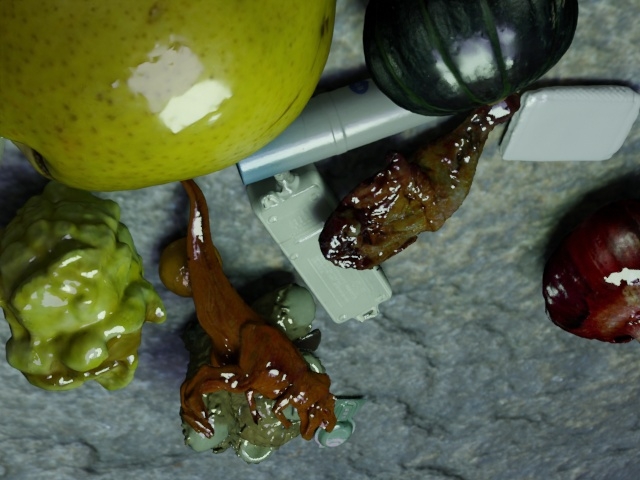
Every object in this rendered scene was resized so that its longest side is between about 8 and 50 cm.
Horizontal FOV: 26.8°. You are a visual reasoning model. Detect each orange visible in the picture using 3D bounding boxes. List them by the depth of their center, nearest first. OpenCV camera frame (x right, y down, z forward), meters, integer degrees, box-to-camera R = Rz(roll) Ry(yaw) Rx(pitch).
[{"bbox_3d":[-0.170,0.034,1.744,0.083,0.070,0.083,-15,129,-20],"label":"orange"}]

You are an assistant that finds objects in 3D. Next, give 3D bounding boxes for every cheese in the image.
[{"bbox_3d":[0.029,0.292,2.125,0.067,0.026,0.120,2,132,-25],"label":"cheese"}]

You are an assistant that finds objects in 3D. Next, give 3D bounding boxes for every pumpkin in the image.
[{"bbox_3d":[0.165,-0.251,1.504,0.250,0.216,0.250,-15,167,-4],"label":"pumpkin"}]

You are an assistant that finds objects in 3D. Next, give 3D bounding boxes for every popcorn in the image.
[{"bbox_3d":[-0.294,0.052,1.599,0.195,0.255,0.256,-15,166,-6],"label":"popcorn"}]

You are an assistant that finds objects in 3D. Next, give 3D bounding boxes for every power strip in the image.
[{"bbox_3d":[0.000,0.000,1.789,0.098,0.058,0.338,-27,138,6],"label":"power strip"}]

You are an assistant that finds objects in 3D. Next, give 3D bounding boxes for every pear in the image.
[{"bbox_3d":[-0.156,-0.240,1.261,0.418,0.362,0.362,-47,139,-11],"label":"pear"}]

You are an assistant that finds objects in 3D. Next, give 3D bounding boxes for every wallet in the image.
[{"bbox_3d":[0.333,-0.156,1.788,0.183,0.032,0.124,-3,135,-22],"label":"wallet"}]

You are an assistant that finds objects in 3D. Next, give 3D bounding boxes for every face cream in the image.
[{"bbox_3d":[0.012,-0.142,1.632,0.250,0.077,0.077,-20,138,-5],"label":"face cream"}]

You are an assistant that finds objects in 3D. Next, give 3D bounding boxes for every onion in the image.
[{"bbox_3d":[0.443,0.058,1.917,0.252,0.219,0.252,-13,147,-9],"label":"onion"}]

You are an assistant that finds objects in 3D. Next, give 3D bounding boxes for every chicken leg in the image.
[{"bbox_3d":[0.124,-0.080,1.712,0.322,0.083,0.177,-31,149,-23],"label":"chicken leg"}]

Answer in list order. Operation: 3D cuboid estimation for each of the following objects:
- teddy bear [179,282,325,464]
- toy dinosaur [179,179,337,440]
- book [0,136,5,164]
[{"bbox_3d":[-0.089,0.203,1.891,0.267,0.156,0.256,-50,134,-13],"label":"teddy bear"},{"bbox_3d":[-0.115,0.138,1.694,0.208,0.097,0.432,-49,123,-28],"label":"toy dinosaur"},{"bbox_3d":[-0.468,-0.026,1.572,0.170,0.018,0.241,-9,138,-33],"label":"book"}]
